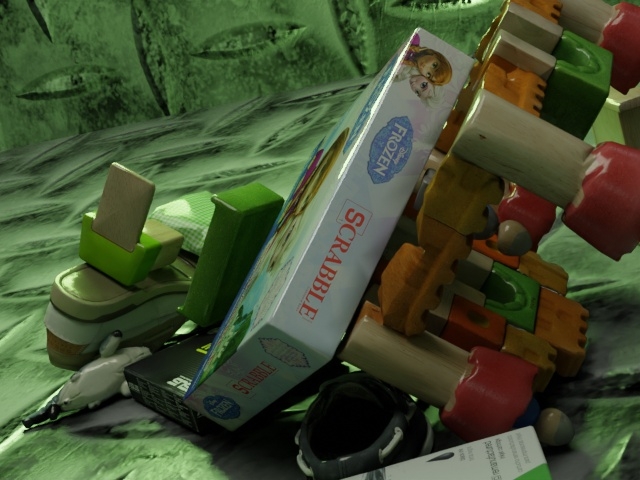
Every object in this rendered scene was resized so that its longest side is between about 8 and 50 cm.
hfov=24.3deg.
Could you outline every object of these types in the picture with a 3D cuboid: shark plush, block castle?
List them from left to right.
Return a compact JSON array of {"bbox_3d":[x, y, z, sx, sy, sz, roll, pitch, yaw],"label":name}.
[{"bbox_3d":[-0.256,0.172,1.673,0.161,0.073,0.067,-43,2,-13],"label":"shark plush"},{"bbox_3d":[0.194,-0.035,1.333,0.212,0.303,0.453,27,28,-1],"label":"block castle"}]

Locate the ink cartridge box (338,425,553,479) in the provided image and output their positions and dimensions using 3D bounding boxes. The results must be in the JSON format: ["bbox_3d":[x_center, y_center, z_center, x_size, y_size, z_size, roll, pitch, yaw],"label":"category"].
[{"bbox_3d":[0.068,0.220,1.034,0.208,0.087,0.153,-17,15,4],"label":"ink cartridge box"}]

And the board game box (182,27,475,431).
[{"bbox_3d":[0.000,0.000,1.390,0.319,0.066,0.318,-64,8,-25],"label":"board game box"}]

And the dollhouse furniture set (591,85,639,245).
[{"bbox_3d":[0.491,-0.129,1.622,0.355,0.174,0.303,-19,16,-5],"label":"dollhouse furniture set"}]

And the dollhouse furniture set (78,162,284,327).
[{"bbox_3d":[-0.115,-0.036,1.777,0.197,0.151,0.301,28,23,21],"label":"dollhouse furniture set"}]

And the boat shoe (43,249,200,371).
[{"bbox_3d":[-0.217,0.075,1.778,0.113,0.103,0.302,33,26,28],"label":"boat shoe"}]

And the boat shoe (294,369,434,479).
[{"bbox_3d":[0.036,0.160,1.264,0.114,0.091,0.302,-17,16,2],"label":"boat shoe"}]

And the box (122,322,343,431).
[{"bbox_3d":[-0.095,0.132,1.592,0.184,0.045,0.190,-21,15,-24],"label":"box"}]
